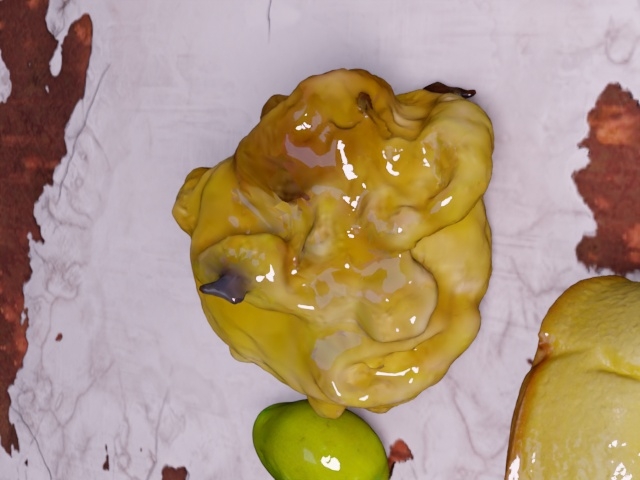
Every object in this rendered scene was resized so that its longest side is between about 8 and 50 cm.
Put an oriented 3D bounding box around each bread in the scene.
[{"bbox_3d":[0.238,0.157,1.351,0.148,0.270,0.270,0,90,41],"label":"bread"}]

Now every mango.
[{"bbox_3d":[0.003,0.197,1.740,0.089,0.117,0.163,-52,15,-11],"label":"mango"}]

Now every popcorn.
[{"bbox_3d":[0.000,0.000,1.634,0.297,0.281,0.316,22,120,29],"label":"popcorn"}]
